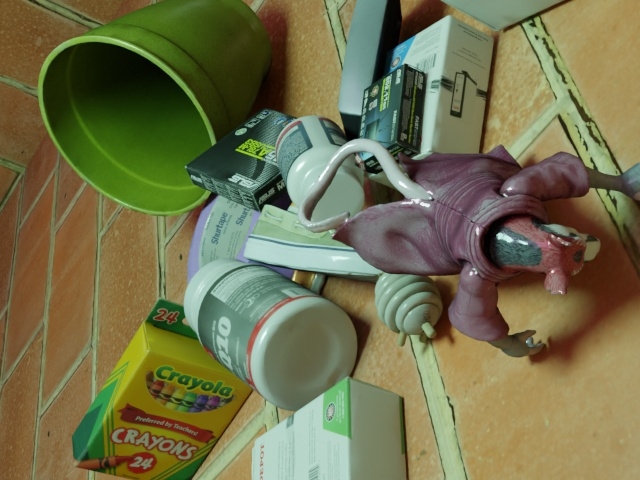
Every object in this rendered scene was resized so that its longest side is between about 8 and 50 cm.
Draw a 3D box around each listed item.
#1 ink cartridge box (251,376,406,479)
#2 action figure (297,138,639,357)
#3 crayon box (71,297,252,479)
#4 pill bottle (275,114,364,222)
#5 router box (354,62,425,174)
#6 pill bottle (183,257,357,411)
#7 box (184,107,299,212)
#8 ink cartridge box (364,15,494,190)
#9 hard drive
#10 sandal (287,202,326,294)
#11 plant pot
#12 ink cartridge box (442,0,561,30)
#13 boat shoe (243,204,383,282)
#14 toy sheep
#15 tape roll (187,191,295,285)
[{"bbox_3d":[0.006,0.296,1.297,0.219,0.093,0.160,-41,38,42],"label":"ink cartridge box"},{"bbox_3d":[0.170,-0.034,1.074,0.248,0.276,0.370,-61,14,2],"label":"action figure"},{"bbox_3d":[-0.245,0.257,1.653,0.318,0.202,0.081,-57,30,23],"label":"crayon box"},{"bbox_3d":[0.002,-0.093,1.406,0.108,0.108,0.180,-58,23,19],"label":"pill bottle"},{"bbox_3d":[0.091,-0.158,1.333,0.092,0.038,0.122,-26,51,52],"label":"router box"},{"bbox_3d":[-0.084,0.125,1.479,0.283,0.161,0.161,24,92,57],"label":"pill bottle"},{"bbox_3d":[-0.094,-0.134,1.648,0.184,0.045,0.191,-38,38,-25],"label":"box"},{"bbox_3d":[0.148,-0.178,1.382,0.148,0.086,0.203,-18,56,56],"label":"ink cartridge box"},{"bbox_3d":[0.076,-0.263,1.506,0.172,0.054,0.254,69,-150,-68],"label":"hard drive"},{"bbox_3d":[-0.014,-0.020,1.570,0.102,0.076,0.265,7,77,61],"label":"sandal"},{"bbox_3d":[-0.270,-0.295,1.903,0.366,0.366,0.353,-37,13,45],"label":"plant pot"},{"bbox_3d":[0.286,-0.502,1.275,0.285,0.166,0.394,-16,57,57],"label":"ink cartridge box"},{"bbox_3d":[0.000,0.000,1.442,0.302,0.109,0.094,8,86,44],"label":"boat shoe"},{"bbox_3d":[0.111,0.080,1.276,0.091,0.091,0.132,-59,43,18],"label":"toy sheep"},{"bbox_3d":[-0.125,-0.007,1.746,0.275,0.090,0.274,-39,41,44],"label":"tape roll"}]
